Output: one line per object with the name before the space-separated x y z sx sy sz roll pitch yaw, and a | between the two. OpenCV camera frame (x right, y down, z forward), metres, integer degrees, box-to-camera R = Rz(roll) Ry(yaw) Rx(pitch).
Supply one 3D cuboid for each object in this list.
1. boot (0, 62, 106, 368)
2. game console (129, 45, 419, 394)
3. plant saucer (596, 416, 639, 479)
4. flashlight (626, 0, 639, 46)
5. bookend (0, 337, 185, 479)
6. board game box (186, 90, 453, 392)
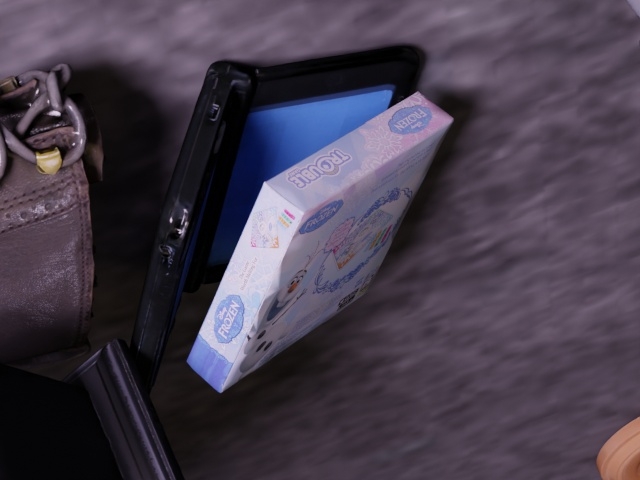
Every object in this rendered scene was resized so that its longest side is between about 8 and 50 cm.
boot | -0.178 -0.009 0.559 0.229 0.091 0.263 -19 152 -11
game console | -0.019 -0.002 0.655 0.071 0.107 0.122 16 141 -2
plant saucer | 0.186 0.108 0.977 0.083 0.013 0.083 -14 148 -9
flashlight | 0.207 -0.158 0.513 0.304 0.103 0.103 -35 150 24
bookend | -0.152 0.087 0.574 0.156 0.072 0.157 -40 146 20
board game box | 0.000 0.000 0.649 0.090 0.020 0.090 -33 157 -46
